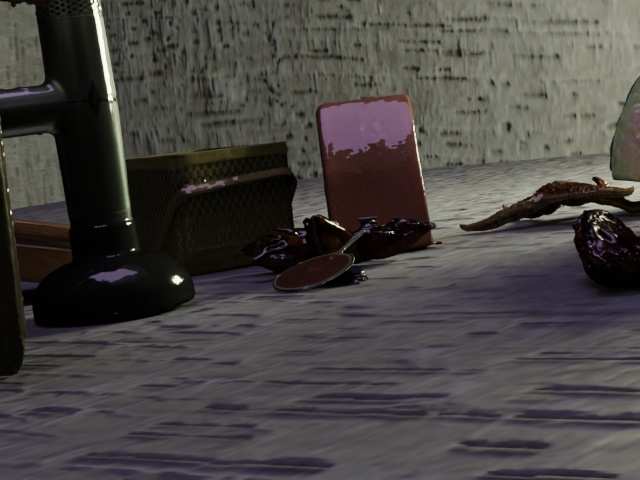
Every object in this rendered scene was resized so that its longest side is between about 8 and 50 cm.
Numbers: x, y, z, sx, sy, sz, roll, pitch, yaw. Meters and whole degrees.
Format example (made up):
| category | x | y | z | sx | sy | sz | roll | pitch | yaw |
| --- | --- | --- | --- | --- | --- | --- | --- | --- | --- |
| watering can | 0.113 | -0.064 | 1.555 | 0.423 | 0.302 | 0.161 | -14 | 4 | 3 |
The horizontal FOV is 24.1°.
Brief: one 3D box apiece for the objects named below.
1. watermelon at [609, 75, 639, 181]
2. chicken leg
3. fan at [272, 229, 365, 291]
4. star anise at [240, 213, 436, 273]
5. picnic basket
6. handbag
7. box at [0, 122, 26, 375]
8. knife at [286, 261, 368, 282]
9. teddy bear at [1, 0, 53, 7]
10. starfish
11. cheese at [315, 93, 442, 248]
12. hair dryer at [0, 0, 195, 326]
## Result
| category | x | y | z | sx | sy | sz | roll | pitch | yaw |
| --- | --- | --- | --- | --- | --- | --- | --- | --- | --- |
| watermelon | 0.539 | -0.131 | 1.876 | 0.292 | 0.319 | 0.222 | 11 | -28 | 21 |
| chicken leg | 0.253 | 0.009 | 1.258 | 0.093 | 0.053 | 0.205 | 17 | 15 | 5 |
| fan | 0.007 | 0.020 | 1.484 | 0.085 | 0.005 | 0.133 | -4 | 23 | 40 |
| star anise | 0.000 | 0.004 | 1.583 | 0.212 | 0.054 | 0.157 | -9 | -5 | 26 |
| picnic basket | -0.153 | -0.040 | 1.835 | 0.165 | 0.139 | 0.266 | -9 | 6 | -30 |
| handbag | -0.318 | 0.012 | 1.692 | 0.151 | 0.072 | 0.193 | 6 | -3 | -9 |
| box | -0.332 | -0.026 | 1.156 | 0.184 | 0.273 | 0.143 | -7 | 6 | -10 |
| knife | 0.007 | 0.032 | 1.493 | 0.031 | 0.018 | 0.121 | -7 | 4 | -34 |
| teddy bear | -0.337 | -0.228 | 1.178 | 0.246 | 0.222 | 0.296 | -2 | 46 | -32 |
| starfish | 0.288 | -0.049 | 1.830 | 0.238 | 0.057 | 0.213 | -7 | -2 | -13 |
| cheese | 0.066 | -0.081 | 1.778 | 0.128 | 0.177 | 0.203 | -7 | 5 | 1 |
| hair dryer | -0.299 | -0.055 | 1.415 | 0.284 | 0.320 | 0.156 | -18 | 7 | -9 |
